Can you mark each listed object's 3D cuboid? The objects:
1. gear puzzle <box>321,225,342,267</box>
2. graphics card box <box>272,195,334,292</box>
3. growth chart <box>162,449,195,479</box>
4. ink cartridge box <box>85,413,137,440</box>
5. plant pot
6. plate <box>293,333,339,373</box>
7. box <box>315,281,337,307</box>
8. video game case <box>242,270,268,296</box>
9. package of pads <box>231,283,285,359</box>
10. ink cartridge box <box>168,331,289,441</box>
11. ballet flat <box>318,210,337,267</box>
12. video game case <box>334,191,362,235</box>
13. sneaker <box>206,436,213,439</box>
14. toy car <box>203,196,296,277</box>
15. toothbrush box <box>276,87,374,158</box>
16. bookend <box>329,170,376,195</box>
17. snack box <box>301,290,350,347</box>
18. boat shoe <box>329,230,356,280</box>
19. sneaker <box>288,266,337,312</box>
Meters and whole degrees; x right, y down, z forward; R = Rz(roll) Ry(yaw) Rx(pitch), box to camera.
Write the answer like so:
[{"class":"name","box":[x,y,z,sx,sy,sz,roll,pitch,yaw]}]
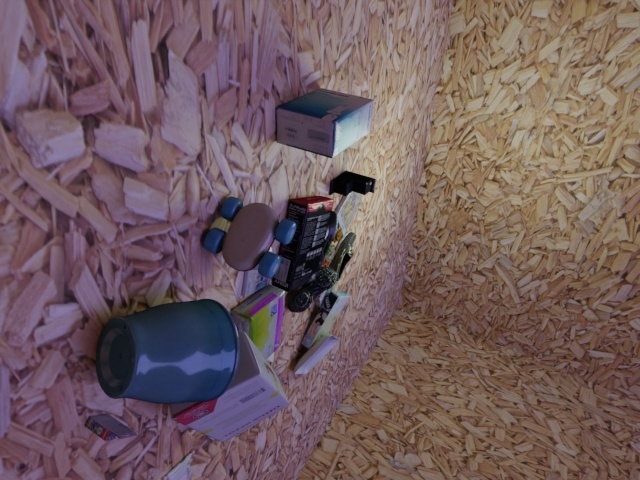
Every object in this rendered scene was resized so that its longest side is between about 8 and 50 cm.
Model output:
[{"class":"gear puzzle","box":[0.033,0.083,2.039,0.338,0.044,0.175,-61,151,-18]},{"class":"graphics card box","box":[-0.068,0.007,1.713,0.233,0.094,0.370,-21,126,-61]},{"class":"growth chart","box":[-0.530,0.902,1.519,0.172,0.021,0.237,-20,127,-60]},{"class":"ink cartridge box","box":[-0.526,0.478,1.055,0.029,0.115,0.063,-67,157,-8]},{"class":"plant pot","box":[-0.387,0.279,1.038,0.255,0.272,0.271,12,98,-53]},{"class":"plate","box":[-0.024,0.610,2.270,0.278,0.045,0.277,-44,159,-4]},{"class":"box","box":[0.035,0.240,2.208,0.207,0.036,0.114,-54,152,-32]},{"class":"video game case","box":[-0.230,0.114,1.538,0.143,0.019,0.157,-25,130,-59]},{"class":"package of pads","box":[-0.242,0.346,1.597,0.229,0.101,0.296,-36,139,-54]},{"class":"ink cartridge box","box":[-0.294,0.494,1.381,0.279,0.160,0.384,-26,145,-8]},{"class":"ballet flat","box":[0.000,0.000,1.867,0.096,0.095,0.280,5,104,-54]},{"class":"video game case","box":[0.142,-0.163,2.123,0.226,0.026,0.206,-61,156,-19]},{"class":"sneaker","box":[-0.401,0.734,1.639,0.067,0.042,0.118,-62,164,-8]},{"class":"toy car","box":[-0.199,0.009,1.302,0.238,0.219,0.210,75,38,-75]},{"class":"toothbrush box","box":[0.020,-0.404,1.413,0.295,0.217,0.126,-45,148,-46]},{"class":"bookend","box":[0.147,-0.243,1.901,0.156,0.157,0.072,-41,144,-49]},{"class":"snack box","box":[0.030,0.419,2.249,0.321,0.060,0.187,-61,157,5]},{"class":"boat shoe","box":[0.120,0.080,2.191,0.305,0.091,0.109,-57,153,-27]},{"class":"sneaker","box":[-0.045,0.221,1.907,0.286,0.109,0.130,-37,178,-26]}]
